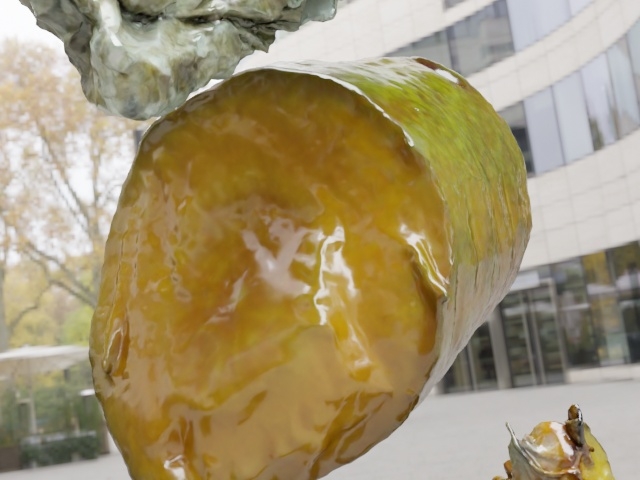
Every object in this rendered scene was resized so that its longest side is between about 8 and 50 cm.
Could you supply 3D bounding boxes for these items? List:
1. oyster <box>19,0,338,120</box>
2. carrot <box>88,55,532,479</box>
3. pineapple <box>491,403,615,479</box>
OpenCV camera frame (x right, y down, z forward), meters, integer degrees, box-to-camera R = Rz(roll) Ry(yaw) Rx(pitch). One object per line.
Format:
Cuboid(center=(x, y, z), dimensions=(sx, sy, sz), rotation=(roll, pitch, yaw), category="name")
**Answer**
Cuboid(center=(-0.062, -0.163, 0.444), dimensions=(0.268, 0.198, 0.112), rotation=(-43, -18, -43), category="oyster")
Cuboid(center=(0.000, 0.000, 0.648), dimensions=(0.242, 0.241, 0.341), rotation=(-12, 9, 30), category="carrot")
Cuboid(center=(0.154, 0.283, 0.574), dimensions=(0.161, 0.334, 0.158), rotation=(-21, 25, 27), category="pineapple")
